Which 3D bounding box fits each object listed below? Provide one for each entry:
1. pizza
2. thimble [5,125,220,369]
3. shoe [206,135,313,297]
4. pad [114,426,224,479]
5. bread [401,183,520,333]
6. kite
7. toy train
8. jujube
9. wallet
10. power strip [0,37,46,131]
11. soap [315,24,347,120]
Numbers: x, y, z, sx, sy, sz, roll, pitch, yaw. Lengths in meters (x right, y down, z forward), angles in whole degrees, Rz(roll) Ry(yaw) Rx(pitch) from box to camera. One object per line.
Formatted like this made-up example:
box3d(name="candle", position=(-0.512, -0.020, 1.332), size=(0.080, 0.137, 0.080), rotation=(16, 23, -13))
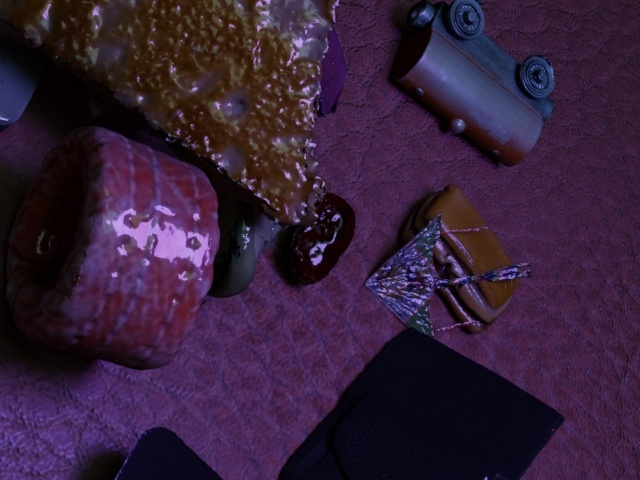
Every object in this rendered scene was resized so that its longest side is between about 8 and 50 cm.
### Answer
box3d(name="pizza", position=(-0.123, -0.192, 1.462), size=(0.439, 0.130, 0.406), rotation=(-21, 94, -8))
box3d(name="thimble", position=(-0.219, 0.014, 1.371), size=(0.162, 0.239, 0.239), rotation=(18, 62, -33))
box3d(name="shoe", position=(-0.076, -0.056, 1.561), size=(0.128, 0.140, 0.262), rotation=(12, 64, -16))
box3d(name="pad", position=(-0.151, 0.424, 1.407), size=(0.375, 0.063, 0.315), rotation=(50, 48, -26))
box3d(name="bread", position=(0.204, 0.025, 1.830), size=(0.200, 0.077, 0.116), rotation=(54, 40, -11))
box3d(name="kite", position=(0.176, 0.059, 1.770), size=(0.244, 0.006, 0.198), rotation=(-2, 97, -15))
box3d(name="toy train", position=(0.230, -0.234, 1.935), size=(0.285, 0.116, 0.177), rotation=(35, 66, -25))
box3d(name="jujube", position=(0.000, 0.000, 1.667), size=(0.077, 0.077, 0.129), rotation=(39, 57, -21))
box3d(name="wallet", position=(0.127, 0.251, 1.612), size=(0.247, 0.041, 0.323), rotation=(31, 45, 21))
box3d(name="power strip", position=(-0.438, -0.202, 1.390), size=(0.265, 0.059, 0.194), rotation=(35, 53, -25))
box3d(name="soap", position=(-0.088, -0.261, 1.626), size=(0.289, 0.182, 0.112), rotation=(36, 51, -17))
